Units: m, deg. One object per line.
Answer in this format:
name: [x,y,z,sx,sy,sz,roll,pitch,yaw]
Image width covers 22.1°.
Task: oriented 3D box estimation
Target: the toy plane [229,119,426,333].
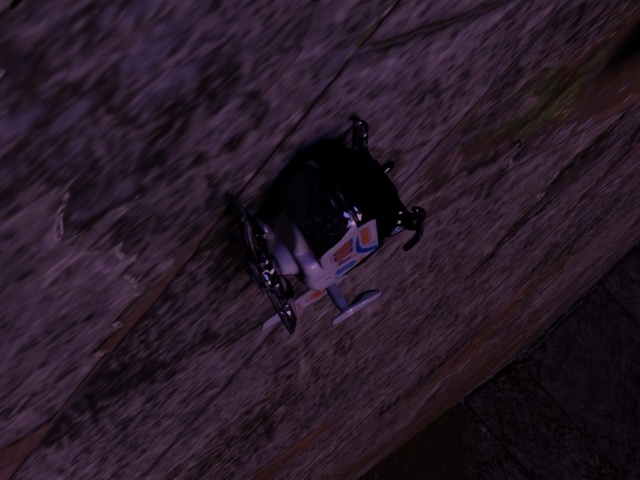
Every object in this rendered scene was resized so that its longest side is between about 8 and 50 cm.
toy plane: [0.001,0.000,0.747,0.078,0.053,0.197,-32,167,-8]
